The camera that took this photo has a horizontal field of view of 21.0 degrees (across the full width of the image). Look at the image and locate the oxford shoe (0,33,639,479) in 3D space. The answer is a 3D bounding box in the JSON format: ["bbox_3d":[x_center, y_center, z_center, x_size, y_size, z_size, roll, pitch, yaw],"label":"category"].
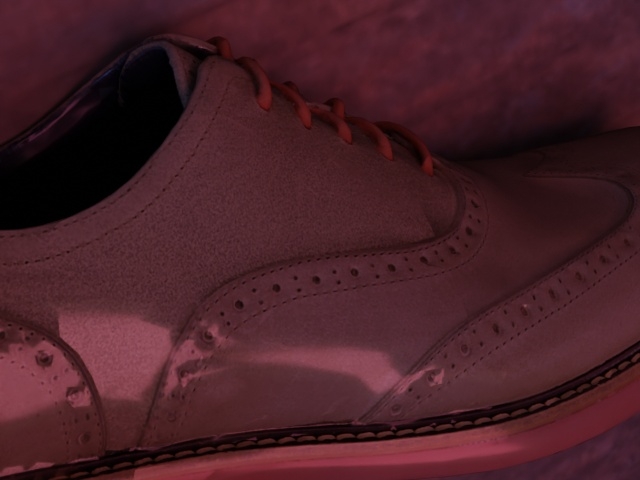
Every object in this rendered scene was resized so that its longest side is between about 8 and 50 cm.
[{"bbox_3d":[0.000,0.000,0.569,0.397,0.140,0.146,-16,107,-30],"label":"oxford shoe"}]
